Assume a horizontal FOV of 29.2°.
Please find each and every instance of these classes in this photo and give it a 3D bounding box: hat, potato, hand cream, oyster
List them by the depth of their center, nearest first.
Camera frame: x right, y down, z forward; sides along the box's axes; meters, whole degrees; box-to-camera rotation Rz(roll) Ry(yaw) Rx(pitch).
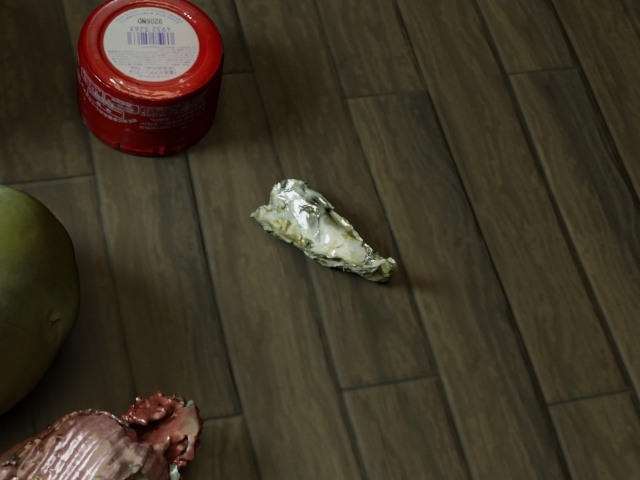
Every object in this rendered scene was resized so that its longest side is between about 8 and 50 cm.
[{"bbox_3d":[-0.230,0.269,1.290,0.237,0.107,0.286,43,64,5],"label":"hat"},{"bbox_3d":[-0.401,0.077,1.310,0.243,0.221,0.326,38,55,24],"label":"potato"},{"bbox_3d":[-0.001,-0.002,1.554,0.106,0.061,0.200,-36,67,-9],"label":"oyster"},{"bbox_3d":[-0.221,-0.217,1.593,0.193,0.125,0.193,6,59,-10],"label":"hand cream"}]
